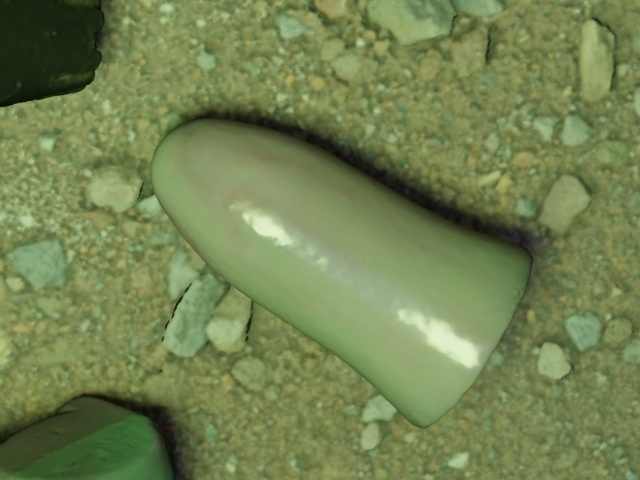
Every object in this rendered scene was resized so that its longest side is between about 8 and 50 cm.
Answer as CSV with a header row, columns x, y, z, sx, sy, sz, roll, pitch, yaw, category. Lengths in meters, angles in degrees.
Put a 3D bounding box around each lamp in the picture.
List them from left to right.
x,y,z,sx,sy,sz,roll,pitch,yaw,category
-0.169,0.303,1.468,0.247,0.247,0.301,13,116,36,lamp

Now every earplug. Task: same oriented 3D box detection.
x,y,z,sx,sy,sz,roll,pitch,yaw,category
0.000,0.000,1.436,0.301,0.172,0.172,33,102,-9,earplug

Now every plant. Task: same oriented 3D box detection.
x,y,z,sx,sy,sz,roll,pitch,yaw,category
-0.294,-0.168,1.341,0.256,0.164,0.142,-3,113,-21,plant
